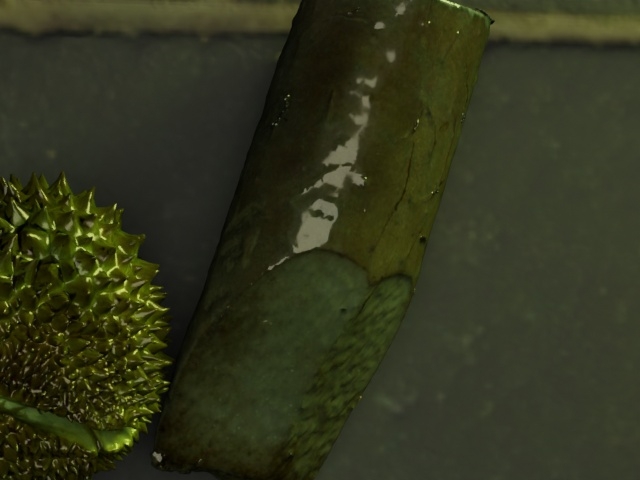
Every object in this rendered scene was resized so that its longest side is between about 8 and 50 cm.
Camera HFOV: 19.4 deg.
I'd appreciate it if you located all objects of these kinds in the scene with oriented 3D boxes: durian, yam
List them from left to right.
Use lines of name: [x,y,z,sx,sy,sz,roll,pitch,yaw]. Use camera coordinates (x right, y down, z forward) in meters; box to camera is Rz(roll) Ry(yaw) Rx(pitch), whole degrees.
durian: [-0.166,0.050,0.879,0.198,0.146,0.159,-7,102,2]
yam: [0.000,0.000,0.907,0.106,0.106,0.259,17,84,-1]
